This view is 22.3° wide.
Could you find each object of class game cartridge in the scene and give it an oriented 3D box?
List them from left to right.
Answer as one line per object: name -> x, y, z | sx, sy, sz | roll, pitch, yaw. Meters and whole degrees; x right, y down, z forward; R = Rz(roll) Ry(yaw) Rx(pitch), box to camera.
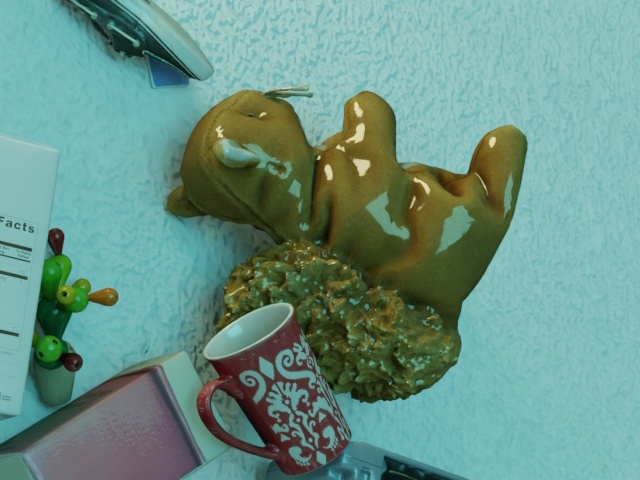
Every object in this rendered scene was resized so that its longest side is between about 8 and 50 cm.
game cartridge -> 0.092, 0.315, 1.976 | 0.297, 0.198, 0.062 | 23, 69, -28

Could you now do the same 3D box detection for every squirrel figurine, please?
squirrel figurine -> 0.000, 0.000, 1.951 | 0.370, 0.281, 0.397 | 22, 66, -20

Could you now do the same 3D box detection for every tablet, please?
tablet -> -0.194, -0.231, 2.026 | 0.054, 0.006, 0.083 | -9, 85, -34

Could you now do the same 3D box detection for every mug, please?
mug -> -0.058, 0.179, 1.831 | 0.150, 0.113, 0.169 | -30, 107, -5

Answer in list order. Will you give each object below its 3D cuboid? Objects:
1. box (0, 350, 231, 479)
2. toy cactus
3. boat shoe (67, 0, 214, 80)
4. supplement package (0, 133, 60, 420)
box -> -0.241, 0.237, 1.808 | 0.232, 0.148, 0.127 | -32, 97, -34
toy cactus -> -0.289, 0.097, 1.819 | 0.112, 0.219, 0.180 | -5, 119, -15
boat shoe -> -0.227, -0.260, 1.977 | 0.219, 0.078, 0.070 | 40, 102, -13
supplement package -> -0.407, 0.037, 1.727 | 0.175, 0.177, 0.293 | 15, 71, -29
